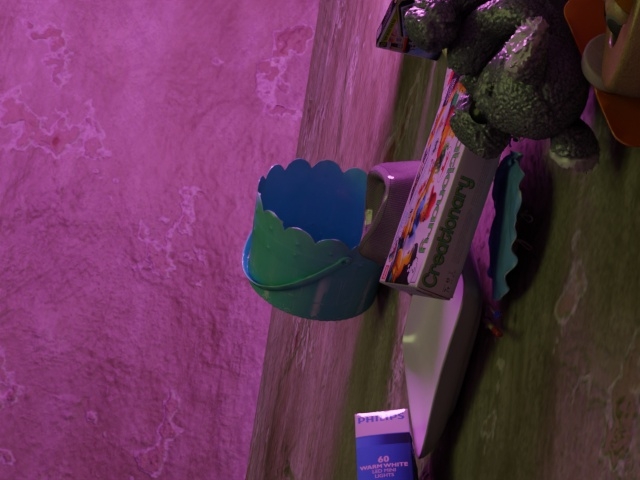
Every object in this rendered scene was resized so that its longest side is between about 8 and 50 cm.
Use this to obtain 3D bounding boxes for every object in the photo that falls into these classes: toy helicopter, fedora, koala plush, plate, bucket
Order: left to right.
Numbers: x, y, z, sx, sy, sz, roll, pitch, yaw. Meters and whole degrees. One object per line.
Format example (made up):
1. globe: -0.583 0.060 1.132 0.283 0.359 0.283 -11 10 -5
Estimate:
1. bucket: 0.000 0.000 2.260 0.281 0.281 0.183 -93 15 -58
2. fedora: 0.128 -0.042 1.933 0.275 0.124 0.243 147 133 -77
3. plate: 0.165 0.107 1.720 0.277 0.045 0.278 -93 13 -59
4. koala plush: 0.220 -0.178 1.348 0.196 0.203 0.221 61 -171 -25
5. toy helicopter: 0.306 -0.250 1.236 0.355 0.140 0.235 -73 -8 -54

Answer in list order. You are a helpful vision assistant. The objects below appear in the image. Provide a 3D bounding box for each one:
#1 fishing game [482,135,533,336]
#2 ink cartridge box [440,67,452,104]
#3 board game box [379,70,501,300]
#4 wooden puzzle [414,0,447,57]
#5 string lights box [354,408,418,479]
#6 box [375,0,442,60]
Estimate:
1. fishing game: 0.231 -0.017 1.553 0.189 0.041 0.264 -108 24 -87
2. ink cartridge box: 0.209 -0.237 1.986 0.048 0.028 0.083 156 125 -79
3. board game box: 0.167 -0.078 1.626 0.193 0.053 0.305 179 111 -79
4. wooden puzzle: 0.123 -0.438 1.612 0.348 0.080 0.322 94 157 -56
5. string lights box: 0.093 0.358 1.651 0.259 0.077 0.133 -92 -8 -50
6. box: 0.173 -0.379 2.119 0.207 0.114 0.036 117 162 -60
